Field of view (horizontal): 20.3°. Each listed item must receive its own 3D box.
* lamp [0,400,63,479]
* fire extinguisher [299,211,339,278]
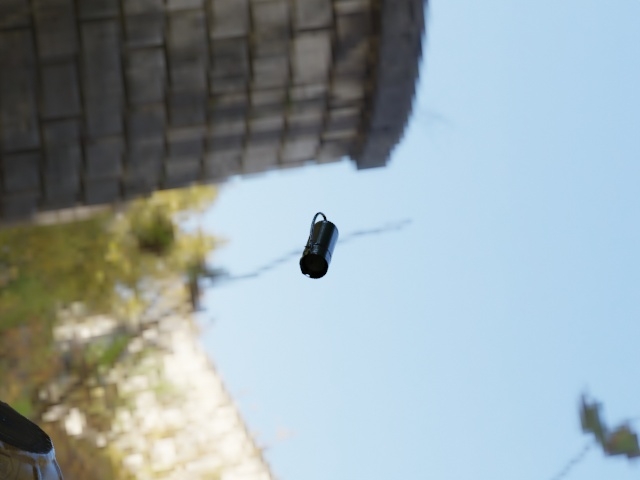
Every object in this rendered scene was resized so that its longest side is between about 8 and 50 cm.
[{"bbox_3d":[-0.304,0.218,1.440,0.185,0.161,0.161,-58,-158,7],"label":"lamp"},{"bbox_3d":[0.000,0.000,1.515,0.083,0.025,0.038,-69,147,-62],"label":"fire extinguisher"}]
